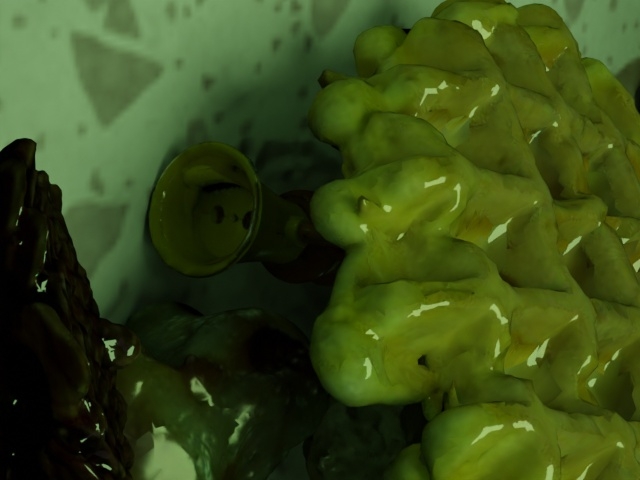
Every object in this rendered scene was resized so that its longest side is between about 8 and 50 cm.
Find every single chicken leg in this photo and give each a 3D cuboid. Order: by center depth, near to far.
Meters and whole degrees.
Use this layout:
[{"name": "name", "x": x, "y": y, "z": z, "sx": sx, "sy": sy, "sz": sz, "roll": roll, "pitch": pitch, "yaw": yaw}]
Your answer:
[{"name": "chicken leg", "x": -0.068, "y": 0.215, "z": 0.604, "sx": 0.211, "sy": 0.140, "sz": 0.361, "roll": -29, "pitch": 113, "yaw": -65}]

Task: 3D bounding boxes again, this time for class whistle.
[{"name": "whistle", "x": -0.002, "y": -0.005, "z": 0.670, "sx": 0.109, "sy": 0.057, "sz": 0.046, "roll": 12, "pitch": 57, "yaw": -50}]

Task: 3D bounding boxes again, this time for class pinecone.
[{"name": "pinecone", "x": -0.109, "y": 0.037, "z": 0.507, "sx": 0.120, "sy": 0.140, "sz": 0.140, "roll": -22, "pitch": 123, "yaw": -4}]

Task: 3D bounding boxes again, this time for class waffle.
[{"name": "waffle", "x": 0.103, "y": 0.048, "z": 0.668, "sx": 0.329, "sy": 0.062, "sz": 0.329, "roll": 42, "pitch": 32, "yaw": -33}]

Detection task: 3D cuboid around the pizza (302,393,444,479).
[{"name": "pizza", "x": 0.117, "y": 0.160, "z": 0.746, "sx": 0.089, "sy": 0.223, "sz": 0.323, "roll": -35, "pitch": 141, "yaw": 18}]
